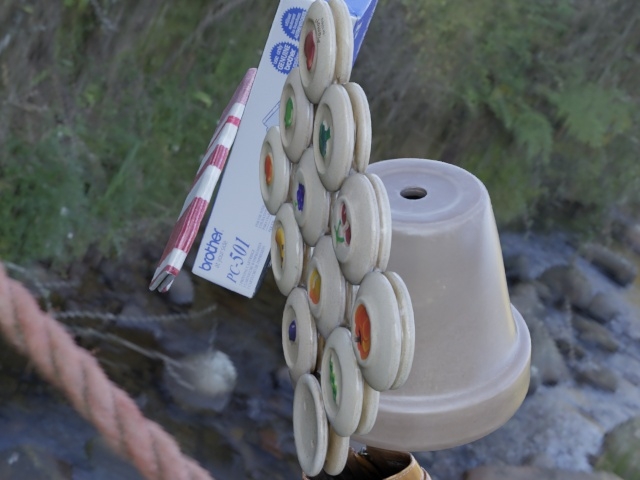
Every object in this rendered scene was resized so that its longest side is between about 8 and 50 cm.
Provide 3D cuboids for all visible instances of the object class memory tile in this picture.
[{"bbox_3d":[0.000,0.000,0.404,0.012,0.113,0.148,-1,60,-17],"label":"memory tile"}]

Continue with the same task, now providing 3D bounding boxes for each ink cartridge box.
[{"bbox_3d":[-0.019,-0.073,0.678,0.046,0.207,0.097,23,37,1],"label":"ink cartridge box"}]

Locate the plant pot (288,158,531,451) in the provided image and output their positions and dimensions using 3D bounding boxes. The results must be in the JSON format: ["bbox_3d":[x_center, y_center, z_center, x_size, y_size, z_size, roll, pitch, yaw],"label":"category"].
[{"bbox_3d":[0.094,0.045,1.167,0.262,0.229,0.263,-1,31,0],"label":"plant pot"}]

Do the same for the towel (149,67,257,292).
[{"bbox_3d":[-0.172,-0.082,1.711,0.037,0.329,0.237,24,-14,-9],"label":"towel"}]

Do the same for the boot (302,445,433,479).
[{"bbox_3d":[0.127,0.303,1.268,0.283,0.220,0.109,-7,38,15],"label":"boot"}]
